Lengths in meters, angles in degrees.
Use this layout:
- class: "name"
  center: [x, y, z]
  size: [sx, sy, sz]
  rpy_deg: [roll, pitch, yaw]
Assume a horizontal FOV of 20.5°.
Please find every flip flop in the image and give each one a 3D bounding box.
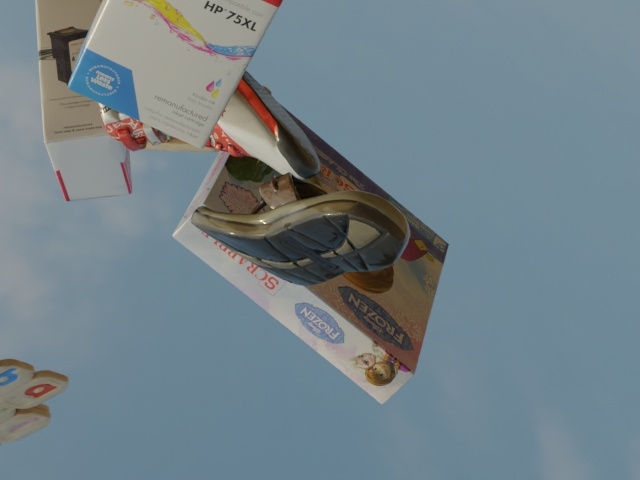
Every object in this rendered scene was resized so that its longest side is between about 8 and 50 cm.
- class: "flip flop"
  center: [-0.014, -0.021, 1.580]
  size: [0.112, 0.277, 0.080]
  rpy_deg: [32, -112, -27]

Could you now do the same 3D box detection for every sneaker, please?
- class: "sneaker"
  center: [-0.132, -0.126, 1.859]
  size: [0.270, 0.145, 0.090]
  rpy_deg: [47, -171, 11]

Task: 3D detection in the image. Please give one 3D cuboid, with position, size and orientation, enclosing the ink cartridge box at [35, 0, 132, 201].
- class: "ink cartridge box"
  center: [-0.322, -0.199, 2.421]
  size: [0.100, 0.172, 0.237]
  rpy_deg: [-7, -117, -1]

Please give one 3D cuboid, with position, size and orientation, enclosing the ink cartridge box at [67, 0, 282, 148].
- class: "ink cartridge box"
  center: [-0.109, -0.208, 1.511]
  size: [0.134, 0.231, 0.078]
  rpy_deg: [24, -146, -11]

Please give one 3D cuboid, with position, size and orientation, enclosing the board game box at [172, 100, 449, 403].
- class: "board game box"
  center: [0.000, 0.000, 2.142]
  size: [0.318, 0.066, 0.318]
  rpy_deg: [39, -151, -11]

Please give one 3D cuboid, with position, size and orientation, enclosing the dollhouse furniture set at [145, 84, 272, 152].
- class: "dollhouse furniture set"
  center: [-0.094, -0.353, 2.321]
  size: [0.256, 0.362, 0.394]
  rpy_deg: [3, -152, 18]

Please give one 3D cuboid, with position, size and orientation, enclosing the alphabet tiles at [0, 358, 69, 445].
- class: "alphabet tiles"
  center: [-0.412, 0.180, 1.825]
  size: [0.284, 0.278, 0.021]
  rpy_deg: [28, -139, -55]
